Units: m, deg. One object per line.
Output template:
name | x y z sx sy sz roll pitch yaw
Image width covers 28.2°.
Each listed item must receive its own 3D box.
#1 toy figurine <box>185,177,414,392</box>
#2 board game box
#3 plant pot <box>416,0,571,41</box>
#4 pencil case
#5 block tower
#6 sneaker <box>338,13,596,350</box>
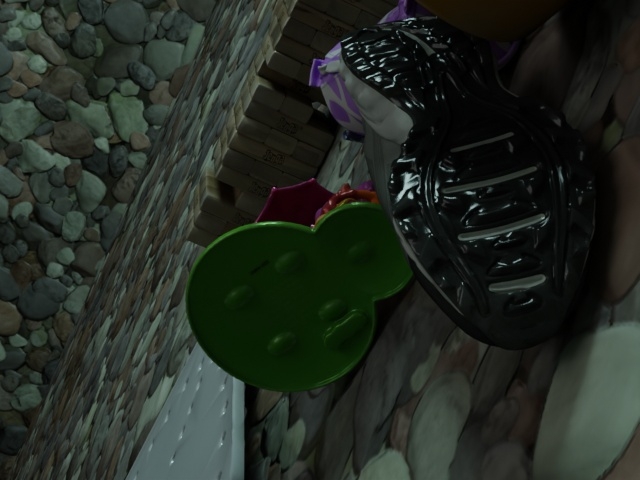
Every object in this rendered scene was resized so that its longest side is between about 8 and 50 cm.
toy figurine | 0.000 0.000 0.906 0.173 0.130 0.159 -36 17 23
board game box | -0.132 0.278 1.052 0.390 0.050 0.390 -61 14 22
plant pot | 0.115 -0.242 0.673 0.188 0.205 0.205 -37 30 36
pencil case | 0.062 -0.132 0.883 0.206 0.088 0.086 154 134 -69
block tower | -0.023 -0.142 1.212 0.335 0.097 0.091 -62 15 17
sneaker | 0.079 -0.027 0.682 0.271 0.100 0.108 -105 3 -56
